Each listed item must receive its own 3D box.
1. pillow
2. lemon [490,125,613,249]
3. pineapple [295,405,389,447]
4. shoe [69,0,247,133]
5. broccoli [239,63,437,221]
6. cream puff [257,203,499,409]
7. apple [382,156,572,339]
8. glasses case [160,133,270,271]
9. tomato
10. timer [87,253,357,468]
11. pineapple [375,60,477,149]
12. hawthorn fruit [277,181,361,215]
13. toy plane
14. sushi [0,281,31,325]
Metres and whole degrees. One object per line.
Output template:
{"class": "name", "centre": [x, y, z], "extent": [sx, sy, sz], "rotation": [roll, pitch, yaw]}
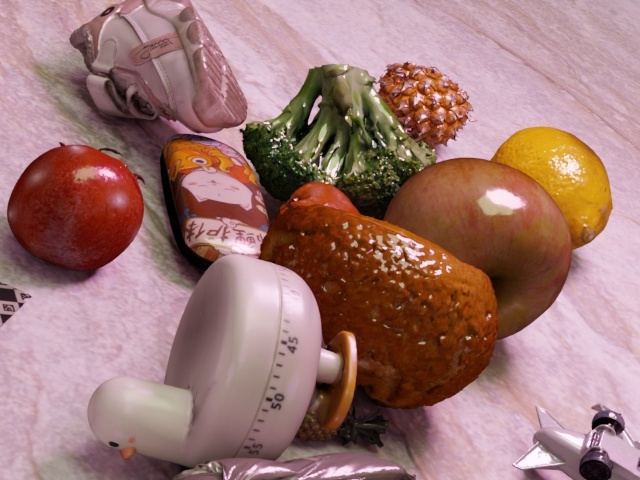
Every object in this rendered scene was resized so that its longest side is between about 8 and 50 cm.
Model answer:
{"class": "pillow", "centre": [-0.049, 0.244, 1.486], "extent": [0.255, 0.169, 0.059], "rotation": [1, 70, -38]}
{"class": "lemon", "centre": [0.358, -0.077, 2.354], "extent": [0.188, 0.188, 0.256], "rotation": [3, 31, -34]}
{"class": "pineapple", "centre": [0.026, 0.211, 1.713], "extent": [0.124, 0.058, 0.058], "rotation": [17, 27, -22]}
{"class": "shoe", "centre": [-0.238, -0.242, 2.199], "extent": [0.172, 0.198, 0.351], "rotation": [59, 1, -36]}
{"class": "broccoli", "centre": [0.032, -0.127, 2.145], "extent": [0.261, 0.241, 0.269], "rotation": [0, 1, -40]}
{"class": "cream puff", "centre": [0.060, 0.089, 1.778], "extent": [0.303, 0.212, 0.303], "rotation": [20, -10, 4]}
{"class": "apple", "centre": [0.204, 0.003, 2.004], "extent": [0.257, 0.257, 0.234], "rotation": [15, 37, -15]}
{"class": "glasses case", "centre": [-0.142, -0.050, 2.023], "extent": [0.122, 0.082, 0.321], "rotation": [15, 27, -22]}
{"class": "tomato", "centre": [-0.297, -0.038, 1.817], "extent": [0.167, 0.167, 0.167], "rotation": [18, 27, -10]}
{"class": "timer", "centre": [-0.109, 0.128, 1.564], "extent": [0.240, 0.233, 0.233], "rotation": [16, 27, -19]}
{"class": "pineapple", "centre": [0.155, -0.202, 2.515], "extent": [0.176, 0.137, 0.161], "rotation": [26, -17, 17]}
{"class": "hawthorn fruit", "centre": [0.000, 0.000, 1.998], "extent": [0.138, 0.133, 0.133], "rotation": [36, 25, -12]}
{"class": "toy plane", "centre": [0.359, 0.284, 1.784], "extent": [0.255, 0.101, 0.251], "rotation": [26, 39, 6]}
{"class": "sushi", "centre": [-0.401, 0.052, 1.696], "extent": [0.126, 0.026, 0.120], "rotation": [25, 26, 2]}
